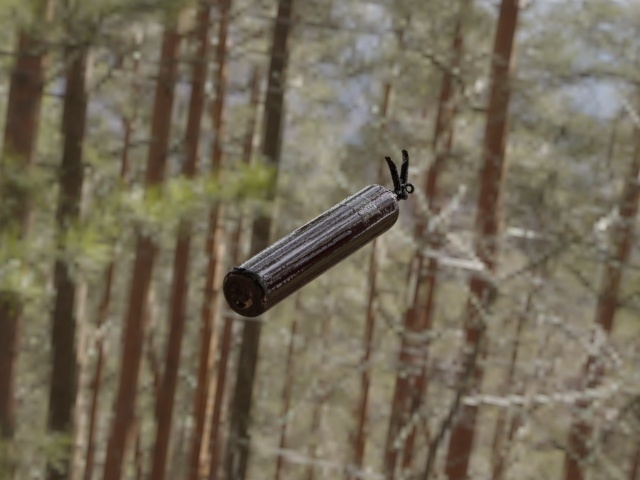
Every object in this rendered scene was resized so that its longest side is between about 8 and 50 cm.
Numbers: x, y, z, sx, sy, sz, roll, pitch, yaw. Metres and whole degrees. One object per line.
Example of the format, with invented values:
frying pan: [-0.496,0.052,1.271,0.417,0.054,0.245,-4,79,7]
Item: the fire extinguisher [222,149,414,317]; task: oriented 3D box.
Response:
fire extinguisher: [0.000,0.000,0.899,0.035,0.049,0.173,50,40,6]
